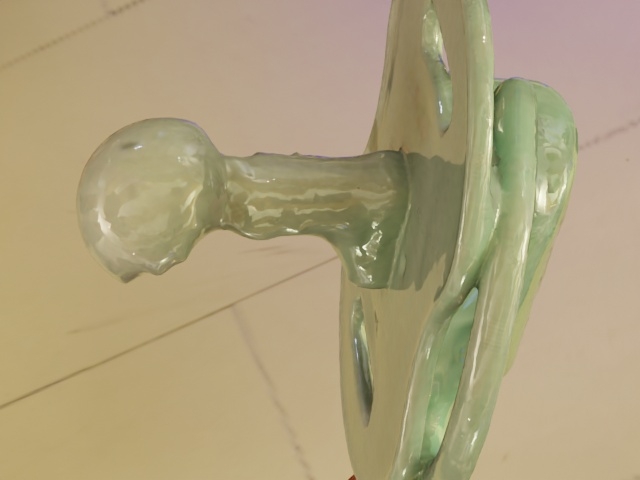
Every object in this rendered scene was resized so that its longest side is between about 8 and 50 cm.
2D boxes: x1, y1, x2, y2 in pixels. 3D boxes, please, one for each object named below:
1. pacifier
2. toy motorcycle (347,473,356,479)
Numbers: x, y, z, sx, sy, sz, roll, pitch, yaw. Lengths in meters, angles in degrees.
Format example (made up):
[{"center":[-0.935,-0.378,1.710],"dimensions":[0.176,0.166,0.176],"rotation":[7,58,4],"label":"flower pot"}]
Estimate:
[{"center":[0.000,0.000,0.433],"dimensions":[0.117,0.150,0.126],"rotation":[3,49,-13],"label":"pacifier"},{"center":[0.025,0.249,0.746],"dimensions":[0.326,0.148,0.221],"rotation":[42,68,7],"label":"toy motorcycle"}]
